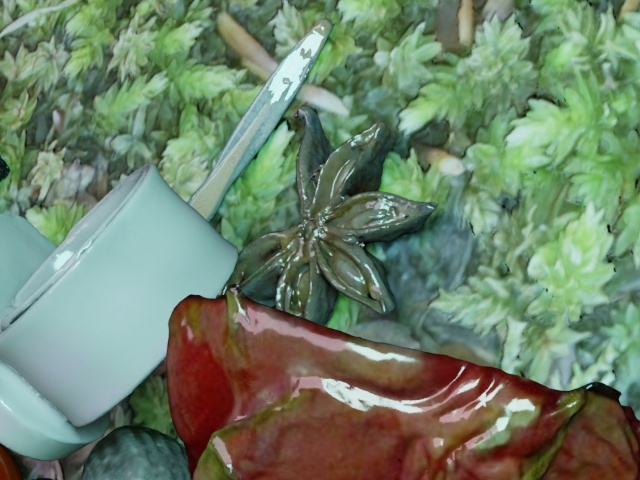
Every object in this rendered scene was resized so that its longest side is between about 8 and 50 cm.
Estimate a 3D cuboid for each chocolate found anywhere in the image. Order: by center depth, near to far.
[{"bbox_3d":[-0.124,0.253,1.481,0.110,0.110,0.248,-39,58,21],"label":"chocolate"}]

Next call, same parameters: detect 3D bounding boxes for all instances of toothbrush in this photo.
[{"bbox_3d":[-0.098,-0.035,1.620,0.028,0.037,0.375,34,97,1],"label":"toothbrush"}]

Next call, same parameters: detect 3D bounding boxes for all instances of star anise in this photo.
[{"bbox_3d":[0.014,0.002,1.500,0.172,0.063,0.208,19,82,37],"label":"star anise"}]

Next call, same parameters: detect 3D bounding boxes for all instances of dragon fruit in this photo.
[{"bbox_3d":[0.060,0.187,1.267,0.329,0.286,0.228,11,76,32],"label":"dragon fruit"}]

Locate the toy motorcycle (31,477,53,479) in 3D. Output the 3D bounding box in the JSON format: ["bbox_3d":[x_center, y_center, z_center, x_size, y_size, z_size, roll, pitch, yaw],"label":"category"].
[{"bbox_3d":[-0.227,0.310,1.561,0.122,0.082,0.213,14,95,45],"label":"toy motorcycle"}]

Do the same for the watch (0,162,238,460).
[{"bbox_3d":[-0.190,0.029,1.509,0.231,0.196,0.244,-42,13,25],"label":"watch"}]

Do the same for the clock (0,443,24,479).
[{"bbox_3d":[-0.343,0.269,1.686,0.205,0.051,0.205,-16,63,35],"label":"clock"}]

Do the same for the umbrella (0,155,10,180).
[{"bbox_3d":[-0.352,-0.102,1.845,0.144,0.040,0.037,45,115,41],"label":"umbrella"}]
